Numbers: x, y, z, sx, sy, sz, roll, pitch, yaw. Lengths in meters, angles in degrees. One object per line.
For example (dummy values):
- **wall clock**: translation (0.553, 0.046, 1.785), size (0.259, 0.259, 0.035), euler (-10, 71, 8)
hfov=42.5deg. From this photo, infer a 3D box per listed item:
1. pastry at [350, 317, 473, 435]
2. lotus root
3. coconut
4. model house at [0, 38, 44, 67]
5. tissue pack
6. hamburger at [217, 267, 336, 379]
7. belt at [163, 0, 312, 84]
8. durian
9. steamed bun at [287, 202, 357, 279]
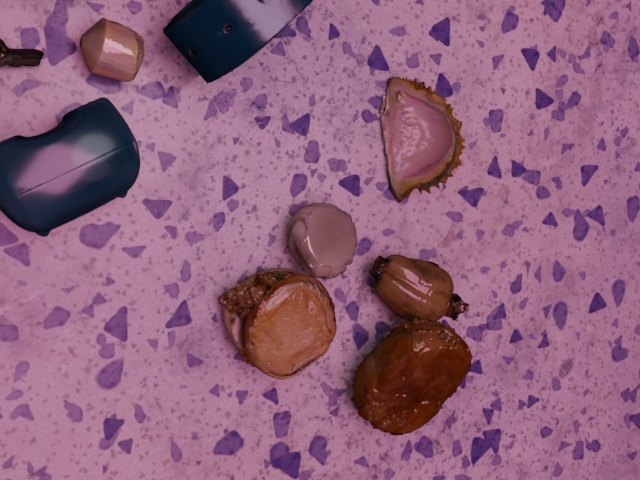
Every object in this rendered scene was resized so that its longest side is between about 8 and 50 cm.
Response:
- **pastry**: translation (0.214, 0.317, 1.984), size (0.255, 0.162, 0.311), euler (32, 105, -32)
- **lotus root**: translation (0.233, 0.116, 2.008), size (0.257, 0.140, 0.154), euler (31, 69, -18)
- **coconut**: translation (-0.427, -0.388, 1.671), size (0.122, 0.116, 0.116), euler (15, 87, -30)
- **model house**: translation (-0.642, -0.421, 1.534), size (0.279, 0.205, 0.218), euler (-9, 136, -42)
- **tissue pack**: translation (-0.497, -0.136, 1.607), size (0.287, 0.198, 0.206), euler (-32, 104, -23)
- **hamburger**: translation (-0.093, 0.182, 1.857), size (0.286, 0.146, 0.243), euler (16, 93, -32)
- **belt**: translation (-0.128, -0.520, 1.702), size (0.436, 0.300, 0.173), euler (-45, 112, -19)
- **durian**: translation (0.266, -0.241, 1.975), size (0.186, 0.196, 0.305), euler (3, 90, -32)
- **steamed bun**: translation (0.000, 0.000, 1.905), size (0.183, 0.106, 0.182), euler (7, 79, -36)
